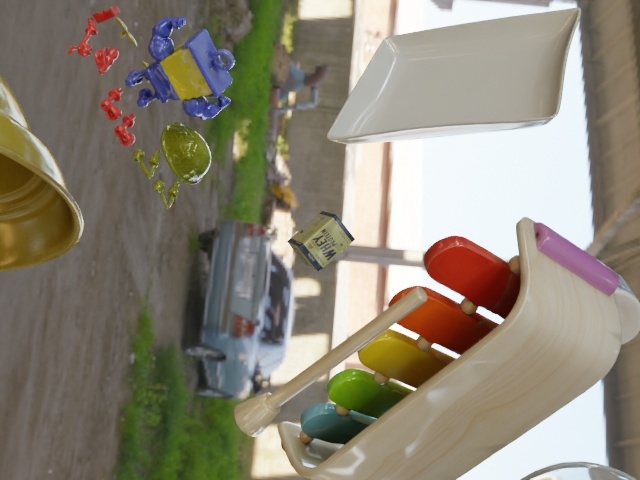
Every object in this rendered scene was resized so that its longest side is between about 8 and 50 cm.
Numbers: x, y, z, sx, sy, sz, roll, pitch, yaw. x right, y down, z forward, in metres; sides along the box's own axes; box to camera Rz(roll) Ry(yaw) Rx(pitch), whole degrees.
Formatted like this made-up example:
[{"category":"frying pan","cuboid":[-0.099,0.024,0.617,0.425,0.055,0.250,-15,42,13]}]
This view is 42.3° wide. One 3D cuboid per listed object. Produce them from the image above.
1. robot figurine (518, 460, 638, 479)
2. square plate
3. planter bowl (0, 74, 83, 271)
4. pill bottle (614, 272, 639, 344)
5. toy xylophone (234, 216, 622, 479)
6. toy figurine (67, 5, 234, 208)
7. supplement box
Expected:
[{"category":"robot figurine","cuboid":[0.247,0.318,0.750,0.353,0.299,0.200,13,80,-78]},{"category":"square plate","cuboid":[0.219,-0.251,1.296,0.347,0.343,0.049,-63,142,-45]},{"category":"planter bowl","cuboid":[-0.243,-0.061,0.479,0.217,0.217,0.091,98,-6,-66]},{"category":"pill bottle","cuboid":[0.380,0.083,1.110,0.137,0.078,0.078,-55,151,-73]},{"category":"toy xylophone","cuboid":[0.081,0.107,0.660,0.322,0.236,0.081,-37,-141,23]},{"category":"toy figurine","cuboid":[-0.239,-0.257,1.453,0.363,0.217,0.191,63,27,-25]},{"category":"supplement box","cuboid":[0.000,0.000,1.399,0.056,0.083,0.083,51,-9,-15]}]
